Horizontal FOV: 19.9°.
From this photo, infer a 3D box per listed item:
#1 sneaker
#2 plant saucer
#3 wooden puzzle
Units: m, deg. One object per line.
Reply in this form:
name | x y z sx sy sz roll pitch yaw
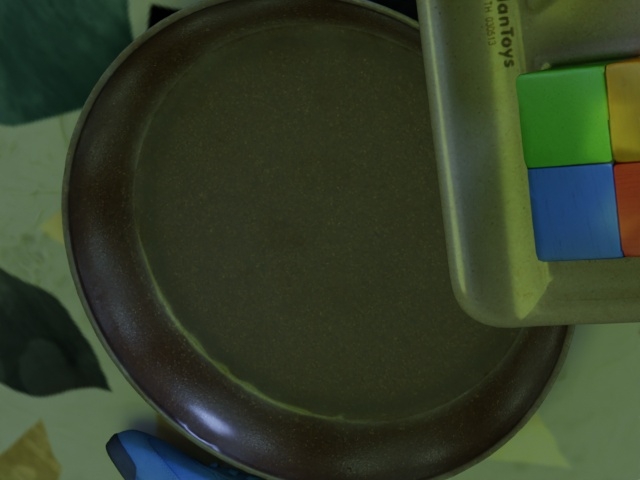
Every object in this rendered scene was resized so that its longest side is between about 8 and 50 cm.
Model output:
sneaker | -0.038 0.173 1.141 0.209 0.069 0.082 38 87 11
plant saucer | 0.000 0.000 1.050 0.310 0.050 0.311 8 115 16
wooden puzzle | 0.204 -0.119 0.852 0.347 0.080 0.322 -4 96 26
